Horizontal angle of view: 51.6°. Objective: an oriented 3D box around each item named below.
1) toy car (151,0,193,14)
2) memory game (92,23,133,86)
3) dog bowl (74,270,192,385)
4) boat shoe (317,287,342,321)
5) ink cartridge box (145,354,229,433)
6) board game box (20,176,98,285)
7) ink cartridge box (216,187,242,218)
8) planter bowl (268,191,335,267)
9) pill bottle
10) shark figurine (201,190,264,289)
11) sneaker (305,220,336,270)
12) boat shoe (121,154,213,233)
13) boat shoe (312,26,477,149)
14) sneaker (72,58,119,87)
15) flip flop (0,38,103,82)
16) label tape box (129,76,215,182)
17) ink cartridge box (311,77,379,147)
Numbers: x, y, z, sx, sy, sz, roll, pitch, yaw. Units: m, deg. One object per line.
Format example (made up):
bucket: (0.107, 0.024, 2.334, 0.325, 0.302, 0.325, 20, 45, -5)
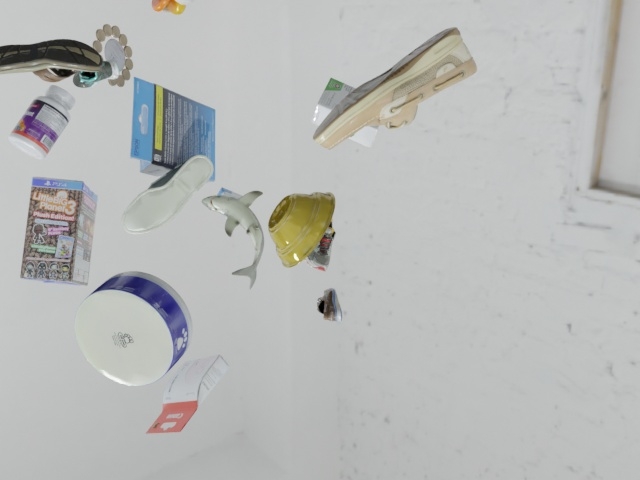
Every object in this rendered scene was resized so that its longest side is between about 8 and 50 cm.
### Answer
toy car: (-0.402, -0.667, 1.674, 0.136, 0.182, 0.159, -12, -170, -37)
memory game: (-0.622, -0.555, 1.988, 0.012, 0.186, 0.186, 1, -164, 21)
dog bowl: (-0.452, 0.214, 1.602, 0.265, 0.265, 0.104, 4, -158, 13)
boat shoe: (0.023, 0.201, 2.109, 0.066, 0.066, 0.183, -4, -163, -7)
ink cartridge box: (-0.378, 0.421, 1.822, 0.189, 0.066, 0.232, -19, -160, 44)
board game box: (-0.764, -0.019, 1.952, 0.141, 0.291, 0.232, 5, 172, -8)
ink cartridge box: (-0.292, -0.113, 2.214, 0.088, 0.052, 0.122, 22, -157, -36)
planter bowl: (-0.065, -0.048, 1.623, 0.090, 0.217, 0.217, 32, -174, -22)
pill bottle: (-0.767, -0.332, 1.841, 0.108, 0.193, 0.108, 22, 161, 8)
shark figurine: (-0.197, -0.020, 1.831, 0.166, 0.278, 0.116, -26, 166, 0)
sneaker: (0.000, 0.000, 2.118, 0.088, 0.093, 0.225, 19, -134, -24)
boat shoe: (-0.453, -0.135, 1.965, 0.319, 0.116, 0.099, -42, -164, -9)
boat shoe: (0.143, -0.266, 1.268, 0.341, 0.110, 0.121, -34, -161, 7)
sneaker: (-0.610, -0.441, 1.744, 0.166, 0.065, 0.076, -9, -170, 35)
flip flop: (-0.678, -0.431, 1.634, 0.277, 0.080, 0.112, -8, -131, -10)
label tape box: (-0.478, -0.326, 2.048, 0.115, 0.249, 0.348, -7, 169, 34)
ink cartridge box: (0.102, -0.427, 2.211, 0.219, 0.092, 0.160, 22, -129, 0)
